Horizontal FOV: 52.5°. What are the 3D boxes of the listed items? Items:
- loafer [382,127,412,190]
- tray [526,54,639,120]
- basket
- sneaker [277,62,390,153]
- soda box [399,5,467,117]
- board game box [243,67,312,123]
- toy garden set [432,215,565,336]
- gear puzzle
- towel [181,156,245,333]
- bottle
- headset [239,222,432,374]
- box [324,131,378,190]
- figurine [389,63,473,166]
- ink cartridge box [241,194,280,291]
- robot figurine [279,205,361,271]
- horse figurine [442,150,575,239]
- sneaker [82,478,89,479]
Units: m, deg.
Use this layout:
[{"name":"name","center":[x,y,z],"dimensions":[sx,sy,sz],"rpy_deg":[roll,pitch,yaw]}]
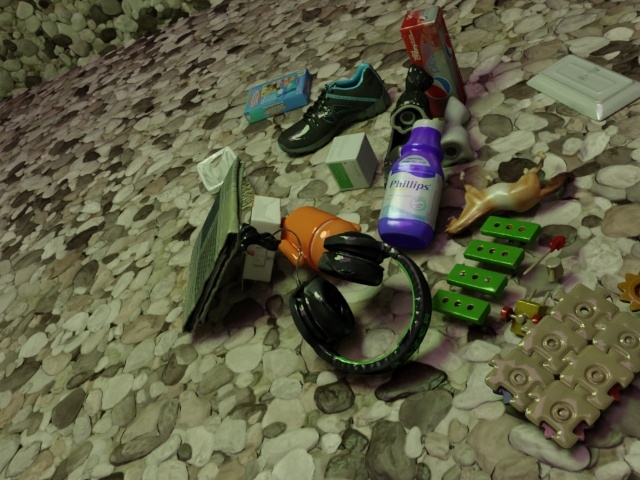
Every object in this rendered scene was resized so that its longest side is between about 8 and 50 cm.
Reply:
[{"name":"loafer","center":[0.193,-0.208,1.545],"dimensions":[0.109,0.095,0.302],"rpy_deg":[-14,40,25]},{"name":"tray","center":[0.617,-0.371,1.514],"dimensions":[0.145,0.030,0.270],"rpy_deg":[-31,38,-3]},{"name":"basket","center":[-0.255,-0.163,1.775],"dimensions":[0.113,0.103,0.167],"rpy_deg":[-31,39,-3]},{"name":"sneaker","center":[0.019,-0.367,1.801],"dimensions":[0.341,0.139,0.125],"rpy_deg":[-31,40,0]},{"name":"soda box","center":[0.285,-0.439,1.610],"dimensions":[0.092,0.263,0.083],"rpy_deg":[-5,43,28]},{"name":"board game box","center":[-0.136,-0.465,2.084],"dimensions":[0.210,0.047,0.160],"rpy_deg":[-14,41,19]},{"name":"toy garden set","center":[0.346,0.068,1.182],"dimensions":[0.204,0.049,0.244],"rpy_deg":[14,54,44]},{"name":"gear puzzle","center":[0.424,0.161,1.019],"dimensions":[0.339,0.044,0.175],"rpy_deg":[-41,53,-14]},{"name":"towel","center":[-0.232,0.012,1.465],"dimensions":[0.312,0.056,0.324],"rpy_deg":[-59,21,31]},{"name":"bottle","center":[0.204,-0.123,1.384],"dimensions":[0.118,0.092,0.282],"rpy_deg":[7,69,22]},{"name":"headset","center":[0.016,0.081,1.213],"dimensions":[0.394,0.185,0.243],"rpy_deg":[34,94,34]},{"name":"box","center":[0.078,-0.193,1.598],"dimensions":[0.087,0.101,0.101],"rpy_deg":[-5,45,27]},{"name":"figurine","center":[0.275,-0.305,1.537],"dimensions":[0.092,0.215,0.209],"rpy_deg":[-38,24,42]},{"name":"ink cartridge box","center":[-0.136,0.012,1.470],"dimensions":[0.067,0.198,0.115],"rpy_deg":[8,32,-8]},{"name":"robot figurine","center":[-0.001,0.001,1.411],"dimensions":[0.219,0.158,0.128],"rpy_deg":[24,95,46]},{"name":"horse figurine","center":[0.381,-0.101,1.333],"dimensions":[0.264,0.066,0.174],"rpy_deg":[-11,36,26]},{"name":"sneaker","center":[-0.363,0.488,1.148],"dimensions":[0.221,0.083,0.087],"rpy_deg":[23,48,40]}]
